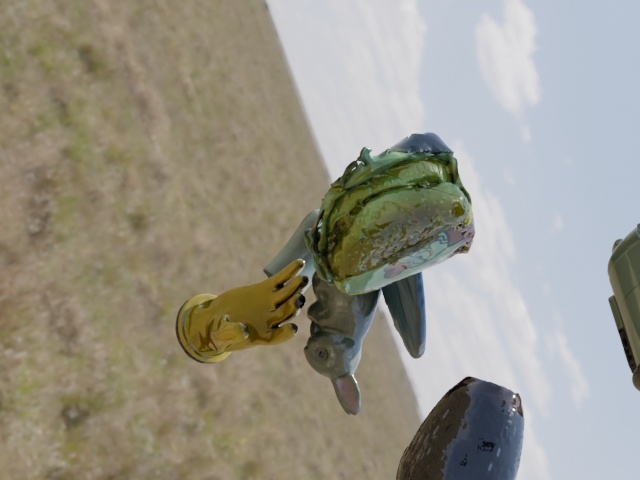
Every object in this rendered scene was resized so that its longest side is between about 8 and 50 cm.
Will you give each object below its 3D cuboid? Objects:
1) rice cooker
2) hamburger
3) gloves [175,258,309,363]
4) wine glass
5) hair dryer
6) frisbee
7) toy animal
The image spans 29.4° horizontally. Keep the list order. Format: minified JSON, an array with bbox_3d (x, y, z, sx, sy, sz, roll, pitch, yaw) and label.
[{"bbox_3d":[0.484,0.087,1.496,0.280,0.241,0.227,28,43,-48],"label":"rice cooker"},{"bbox_3d":[0.084,-0.032,1.489,0.125,0.214,0.235,57,-18,27],"label":"hamburger"},{"bbox_3d":[-0.107,0.111,1.924,0.294,0.116,0.133,-23,-122,51],"label":"gloves"},{"bbox_3d":[0.000,0.000,2.264,0.103,0.231,0.103,40,-11,9],"label":"wine glass"},{"bbox_3d":[0.166,0.319,1.276,0.359,0.120,0.304,36,71,-56],"label":"hair dryer"},{"bbox_3d":[0.106,0.030,1.760,0.289,0.049,0.290,173,-90,-88],"label":"frisbee"},{"bbox_3d":[0.028,0.139,1.843,0.138,0.108,0.236,153,-53,-74],"label":"toy animal"}]
